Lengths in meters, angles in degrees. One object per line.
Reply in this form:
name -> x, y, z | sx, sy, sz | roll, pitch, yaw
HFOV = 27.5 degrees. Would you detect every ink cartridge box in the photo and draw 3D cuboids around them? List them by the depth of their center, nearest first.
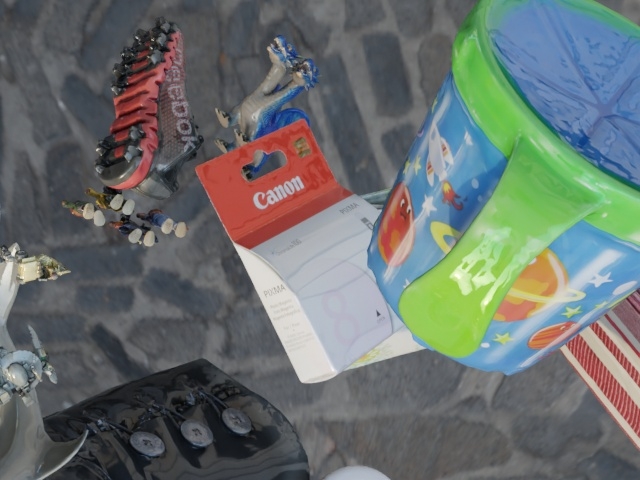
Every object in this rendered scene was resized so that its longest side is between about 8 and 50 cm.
ink cartridge box -> 0.000, 0.000, 1.287 | 0.189, 0.066, 0.232 | -30, 100, -50

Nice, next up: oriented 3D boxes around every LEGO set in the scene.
LEGO set -> -0.123, 0.044, 0.504 | 0.054, 0.023, 0.083 | -3, 114, -34

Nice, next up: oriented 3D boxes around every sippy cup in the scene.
sippy cup -> 0.154, -0.029, 0.951 | 0.305, 0.224, 0.240 | 0, 50, -36

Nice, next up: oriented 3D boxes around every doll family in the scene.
doll family -> -0.288, -0.037, 1.955 | 0.193, 0.111, 0.076 | 30, 83, -24

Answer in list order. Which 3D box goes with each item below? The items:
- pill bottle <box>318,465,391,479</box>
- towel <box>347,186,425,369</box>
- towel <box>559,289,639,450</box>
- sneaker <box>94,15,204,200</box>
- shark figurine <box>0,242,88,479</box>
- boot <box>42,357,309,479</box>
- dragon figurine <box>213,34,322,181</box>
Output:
pill bottle -> 0.019, 0.355, 1.618 | 0.121, 0.216, 0.121 | 5, 70, -14
towel -> 0.135, 0.046, 1.806 | 0.320, 0.374, 0.090 | -12, 57, -2
towel -> 0.416, 0.144, 1.842 | 0.037, 0.329, 0.237 | -28, 60, -12
sneaker -> -0.223, -0.174, 1.798 | 0.097, 0.135, 0.276 | -14, 56, 36
shark figurine -> -0.253, 0.155, 1.121 | 0.116, 0.166, 0.278 | -22, 48, 21
boot -> -0.155, 0.304, 1.406 | 0.146, 0.445, 0.367 | -48, 70, 21
dragon figurine -> -0.069, -0.162, 1.838 | 0.144, 0.289, 0.085 | -33, 65, -20
